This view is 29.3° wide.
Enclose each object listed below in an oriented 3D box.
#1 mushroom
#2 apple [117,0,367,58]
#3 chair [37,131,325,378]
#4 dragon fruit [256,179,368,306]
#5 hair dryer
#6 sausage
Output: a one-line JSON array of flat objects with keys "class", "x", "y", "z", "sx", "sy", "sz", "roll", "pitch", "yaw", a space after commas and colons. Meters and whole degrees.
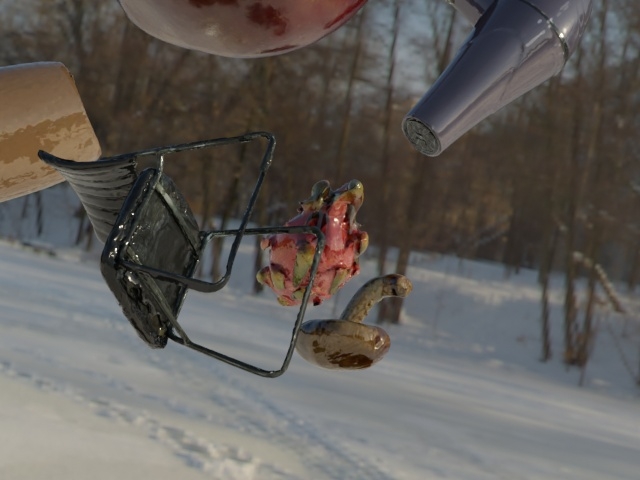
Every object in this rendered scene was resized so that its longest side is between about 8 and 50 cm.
[{"class": "mushroom", "x": 0.038, "y": 0.084, "z": 1.166, "sx": 0.073, "sy": 0.129, "sz": 0.088, "roll": 59, "pitch": 7, "yaw": 28}, {"class": "apple", "x": -0.077, "y": -0.327, "z": 1.265, "sx": 0.316, "sy": 0.288, "sz": 0.288, "roll": 3, "pitch": -7, "yaw": 38}, {"class": "chair", "x": -0.130, "y": 0.007, "z": 0.976, "sx": 0.221, "sy": 0.145, "sz": 0.140, "roll": 4, "pitch": -34, "yaw": 22}, {"class": "dragon fruit", "x": 0.000, "y": 0.000, "z": 1.711, "sx": 0.133, "sy": 0.208, "sz": 0.150, "roll": 39, "pitch": 19, "yaw": 20}, {"class": "hair dryer", "x": 0.129, "y": -0.294, "z": 1.520, "sx": 0.361, "sy": 0.301, "sz": 0.121, "roll": 42, "pitch": -23, "yaw": 14}, {"class": "sausage", "x": -0.320, "y": -0.090, "z": 1.105, "sx": 0.252, "sy": 0.123, "sz": 0.123, "roll": -20, "pitch": 16, "yaw": -30}]
